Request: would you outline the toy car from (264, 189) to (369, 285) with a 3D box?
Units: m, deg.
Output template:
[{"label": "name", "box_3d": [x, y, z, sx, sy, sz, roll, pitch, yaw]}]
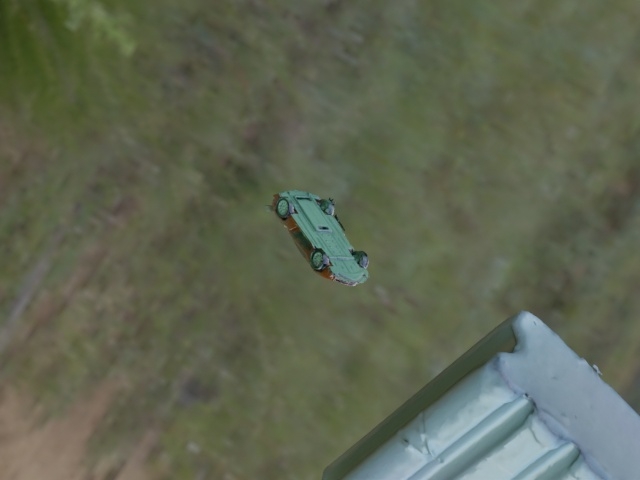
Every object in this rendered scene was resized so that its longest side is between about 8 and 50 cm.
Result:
[{"label": "toy car", "box_3d": [0.000, 0.000, 1.737, 0.059, 0.122, 0.035, 3, 135, -43]}]

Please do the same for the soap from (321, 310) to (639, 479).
[{"label": "soap", "box_3d": [0.102, 0.203, 1.403, 0.289, 0.173, 0.095, -43, -175, 32]}]
